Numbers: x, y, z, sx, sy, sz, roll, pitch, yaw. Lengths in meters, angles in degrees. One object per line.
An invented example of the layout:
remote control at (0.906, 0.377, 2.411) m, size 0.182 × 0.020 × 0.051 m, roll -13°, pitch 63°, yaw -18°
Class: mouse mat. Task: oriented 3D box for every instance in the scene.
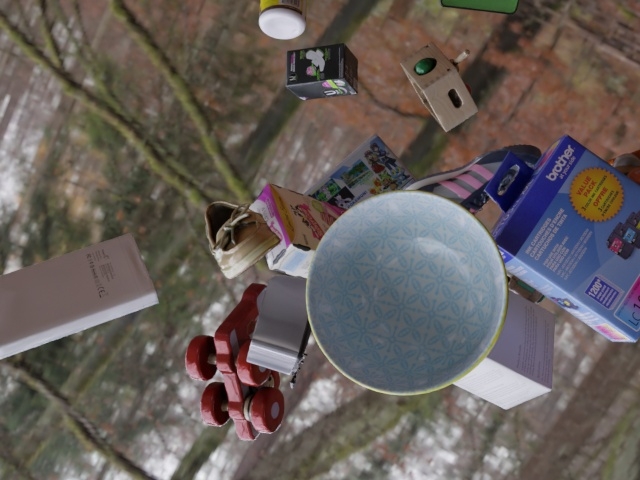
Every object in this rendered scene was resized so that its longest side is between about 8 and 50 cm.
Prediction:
mouse mat at (0.291, -0.478, 1.707) m, size 0.189 × 0.153 × 0.007 m, roll -4°, pitch -157°, yaw -36°

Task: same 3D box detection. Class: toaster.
toaster at (-0.071, 0.171, 1.892) m, size 0.110 × 0.186 × 0.168 m, roll 15°, pitch 160°, yaw -1°

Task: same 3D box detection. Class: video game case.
video game case at (0.104, -0.036, 2.282) m, size 0.300 × 0.329 × 0.036 m, roll 49°, pitch 174°, yaw 7°

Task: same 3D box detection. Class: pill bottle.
pill bottle at (-0.088, -0.618, 2.424) m, size 0.117 × 0.215 × 0.117 m, roll 3°, pitch 157°, yaw 1°

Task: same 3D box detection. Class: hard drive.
hard drive at (-0.555, 0.115, 2.146) m, size 0.352 × 0.047 × 0.233 m, roll -19°, pitch -139°, yaw -13°

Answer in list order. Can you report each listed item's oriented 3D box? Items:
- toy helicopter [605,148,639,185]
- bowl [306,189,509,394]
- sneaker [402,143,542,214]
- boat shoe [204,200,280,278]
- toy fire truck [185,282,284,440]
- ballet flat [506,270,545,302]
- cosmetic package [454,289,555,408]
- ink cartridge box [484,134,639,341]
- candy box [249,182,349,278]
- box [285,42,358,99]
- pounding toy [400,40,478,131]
toy helicopter at (0.744, -0.132, 2.123) m, size 0.354 × 0.140 × 0.235 m, roll -13°, pitch -147°, yaw -21°
bowl at (0.139, 0.082, 1.417) m, size 0.289 × 0.290 × 0.156 m, roll 33°, pitch -177°, yaw 22°
sneaker at (0.333, -0.097, 2.092) m, size 0.112 × 0.318 × 0.131 m, roll 42°, pitch -148°, yaw -51°
boat shoe at (-0.140, -0.009, 1.566) m, size 0.089 × 0.104 × 0.285 m, roll 56°, pitch 169°, yaw -13°
toy fire truck at (-0.154, 0.279, 2.190) m, size 0.169 × 0.302 × 0.254 m, roll 2°, pitch -151°, yaw 26°
ballet flat at (0.427, 0.046, 2.225) m, size 0.106 × 0.108 × 0.316 m, roll 24°, pitch -170°, yaw -14°
cosmetic package at (0.304, 0.183, 2.032) m, size 0.365 × 0.155 × 0.197 m, roll 28°, pitch -127°, yaw -19°
ink cartridge box at (0.501, -0.017, 1.916) m, size 0.395 × 0.270 × 0.151 m, roll 34°, pitch 172°, yaw 4°
candy box at (0.000, 0.000, 1.750) m, size 0.233 × 0.071 × 0.159 m, roll 16°, pitch -144°, yaw -36°
box at (0.002, -0.225, 1.307) m, size 0.083 × 0.052 × 0.062 m, roll -3°, pitch 167°, yaw 19°
pounding toy at (0.221, -0.288, 1.735) m, size 0.141 × 0.100 × 0.130 m, roll 52°, pitch -174°, yaw -41°
